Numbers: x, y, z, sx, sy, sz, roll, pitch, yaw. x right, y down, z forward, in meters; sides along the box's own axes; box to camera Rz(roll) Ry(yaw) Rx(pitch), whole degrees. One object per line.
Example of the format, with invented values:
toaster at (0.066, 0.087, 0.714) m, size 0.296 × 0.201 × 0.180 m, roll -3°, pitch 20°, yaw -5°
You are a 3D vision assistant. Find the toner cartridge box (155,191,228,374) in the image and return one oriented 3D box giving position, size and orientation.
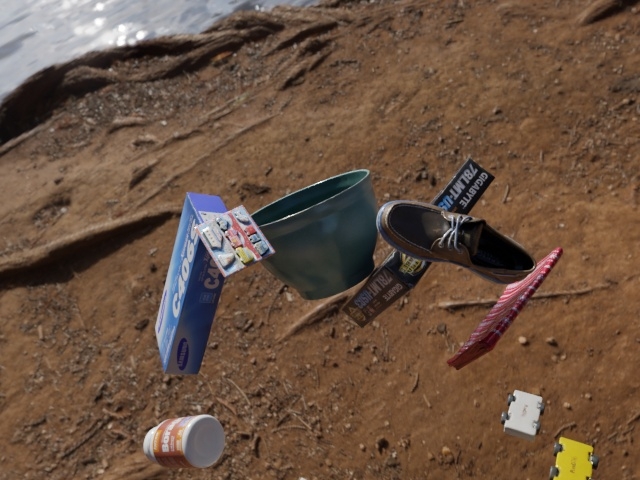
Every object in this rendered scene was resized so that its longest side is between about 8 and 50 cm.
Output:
toner cartridge box at (-0.268, 0.092, 1.084) m, size 0.075 × 0.348 × 0.165 m, roll 7°, pitch 24°, yaw -28°

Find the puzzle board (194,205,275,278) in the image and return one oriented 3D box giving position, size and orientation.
puzzle board at (-0.150, -0.002, 0.900) m, size 0.096 × 0.011 × 0.128 m, roll -26°, pitch 56°, yaw -18°

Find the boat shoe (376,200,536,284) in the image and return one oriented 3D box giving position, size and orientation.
boat shoe at (0.154, -0.004, 0.573) m, size 0.183 × 0.066 × 0.066 m, roll 18°, pitch 79°, yaw -8°

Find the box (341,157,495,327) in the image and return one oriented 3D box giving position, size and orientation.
box at (0.184, 0.016, 1.025) m, size 0.073 × 0.296 × 0.293 m, roll 38°, pitch 64°, yaw 6°

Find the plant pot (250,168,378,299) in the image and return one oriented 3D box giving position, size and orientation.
plant pot at (0.000, 0.000, 1.080) m, size 0.292 × 0.197 × 0.293 m, roll -22°, pitch 14°, yaw 6°

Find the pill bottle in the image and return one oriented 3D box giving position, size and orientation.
pill bottle at (-0.351, 0.510, 1.307) m, size 0.216 × 0.121 × 0.121 m, roll -21°, pitch 43°, yaw 38°

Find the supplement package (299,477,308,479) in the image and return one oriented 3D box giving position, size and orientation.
supplement package at (-0.001, 0.709, 1.156) m, size 0.203 × 0.145 × 0.262 m, roll 20°, pitch 73°, yaw 7°

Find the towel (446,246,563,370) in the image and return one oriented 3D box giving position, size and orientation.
towel at (0.370, 0.141, 1.046) m, size 0.031 × 0.199 × 0.275 m, roll 41°, pitch 67°, yaw 12°

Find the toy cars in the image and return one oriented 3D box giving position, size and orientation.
toy cars at (0.591, 0.543, 1.362) m, size 0.176 × 0.087 × 0.394 m, roll -3°, pitch 20°, yaw -12°
